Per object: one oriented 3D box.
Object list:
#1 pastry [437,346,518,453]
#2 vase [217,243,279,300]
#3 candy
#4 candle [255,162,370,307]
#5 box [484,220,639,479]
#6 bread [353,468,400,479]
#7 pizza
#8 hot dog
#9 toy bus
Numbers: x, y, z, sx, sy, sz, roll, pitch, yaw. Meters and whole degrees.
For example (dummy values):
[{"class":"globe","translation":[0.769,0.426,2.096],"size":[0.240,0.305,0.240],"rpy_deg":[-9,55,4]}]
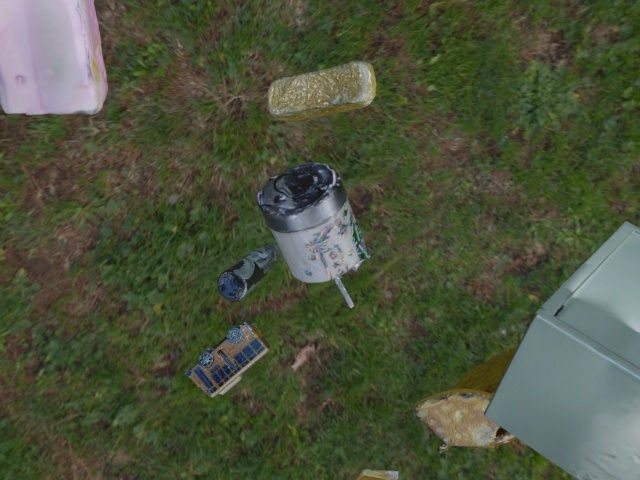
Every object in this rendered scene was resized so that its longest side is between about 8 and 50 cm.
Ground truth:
[{"class":"pastry","translation":[0.358,0.323,1.423],"size":[0.235,0.240,0.132],"rpy_deg":[-27,88,44]},{"class":"vase","translation":[-0.124,0.050,1.285],"size":[0.060,0.211,0.059],"rpy_deg":[5,108,17]},{"class":"candy","translation":[-0.402,-0.311,0.985],"size":[0.156,0.115,0.265],"rpy_deg":[-5,137,-10]},{"class":"candle","translation":[0.000,0.000,1.491],"size":[0.187,0.187,0.330],"rpy_deg":[-24,123,-1]},{"class":"box","translation":[0.295,0.119,0.560],"size":[0.225,0.225,0.117],"rpy_deg":[33,128,25]},{"class":"bread","translation":[0.092,0.554,1.345],"size":[0.107,0.241,0.136],"rpy_deg":[5,99,25]},{"class":"pizza","translation":[0.244,0.301,1.175],"size":[0.160,0.036,0.099],"rpy_deg":[-11,99,28]},{"class":"hot dog","translation":[0.007,-0.282,1.326],"size":[0.243,0.073,0.084],"rpy_deg":[-4,82,35]},{"class":"toy bus","translation":[-0.206,0.270,1.555],"size":[0.182,0.091,0.103],"rpy_deg":[-40,89,0]}]
